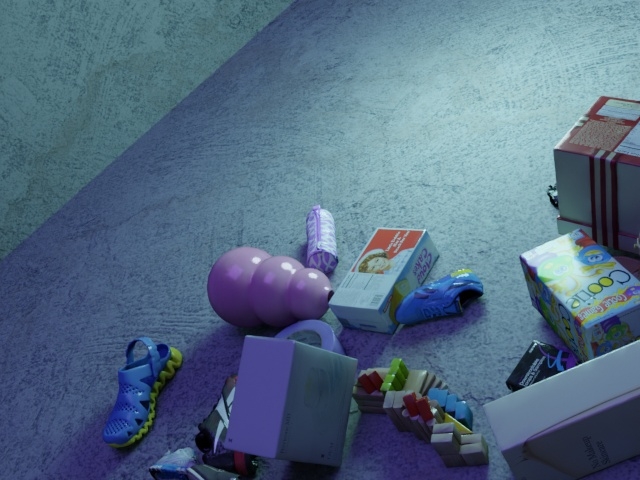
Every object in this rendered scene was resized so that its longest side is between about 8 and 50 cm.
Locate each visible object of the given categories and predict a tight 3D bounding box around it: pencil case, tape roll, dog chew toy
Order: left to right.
[{"bbox_3d":[-0.117,0.123,2.058,0.332,0.206,0.206,4,48,31],"label":"dog chew toy"},{"bbox_3d":[-0.037,0.278,1.898,0.189,0.080,0.189,-21,37,16],"label":"tape roll"},{"bbox_3d":[0.000,0.000,2.210,0.086,0.088,0.206,-21,35,12],"label":"pencil case"}]

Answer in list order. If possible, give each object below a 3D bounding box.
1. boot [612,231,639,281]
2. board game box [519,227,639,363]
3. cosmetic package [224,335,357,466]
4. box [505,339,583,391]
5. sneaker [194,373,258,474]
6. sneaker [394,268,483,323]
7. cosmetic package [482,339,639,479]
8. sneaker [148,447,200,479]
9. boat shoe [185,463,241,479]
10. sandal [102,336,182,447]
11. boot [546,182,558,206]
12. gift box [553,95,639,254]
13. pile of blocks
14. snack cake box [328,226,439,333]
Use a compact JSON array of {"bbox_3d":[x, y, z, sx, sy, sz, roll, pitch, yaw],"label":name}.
[{"bbox_3d":[0.625,0.046,1.568,0.095,0.203,0.262,-37,35,-8],"label":"boot"},{"bbox_3d":[0.517,0.118,1.588,0.144,0.142,0.275,-25,30,-1],"label":"board game box"},{"bbox_3d":[-0.054,0.324,1.659,0.138,0.225,0.224,0,74,38],"label":"cosmetic package"},{"bbox_3d":[0.453,0.260,1.589,0.162,0.029,0.116,12,53,46],"label":"box"},{"bbox_3d":[-0.213,0.404,1.839,0.135,0.097,0.276,-9,37,-1],"label":"sneaker"},{"bbox_3d":[0.265,0.139,1.850,0.209,0.069,0.082,-27,38,6],"label":"sneaker"},{"bbox_3d":[0.457,0.305,1.417,0.310,0.160,0.113,-27,35,9],"label":"cosmetic package"},{"bbox_3d":[-0.295,0.497,1.835,0.191,0.071,0.083,-1,39,36],"label":"sneaker"},{"bbox_3d":[-0.144,0.535,1.650,0.095,0.112,0.335,-30,36,-30],"label":"boat shoe"},{"bbox_3d":[-0.468,0.367,2.070,0.126,0.138,0.317,-9,42,27],"label":"sandal"},{"bbox_3d":[0.590,-0.110,1.932,0.099,0.045,0.121,-26,27,4],"label":"boot"},{"bbox_3d":[0.656,-0.130,1.707,0.276,0.258,0.255,-39,42,-28],"label":"gift box"},{"bbox_3d":[0.196,0.314,1.646,0.149,0.112,0.362,-44,37,-18],"label":"pile of blocks"},{"bbox_3d":[0.153,0.090,1.979,0.152,0.089,0.264,3,47,42],"label":"snack cake box"}]
